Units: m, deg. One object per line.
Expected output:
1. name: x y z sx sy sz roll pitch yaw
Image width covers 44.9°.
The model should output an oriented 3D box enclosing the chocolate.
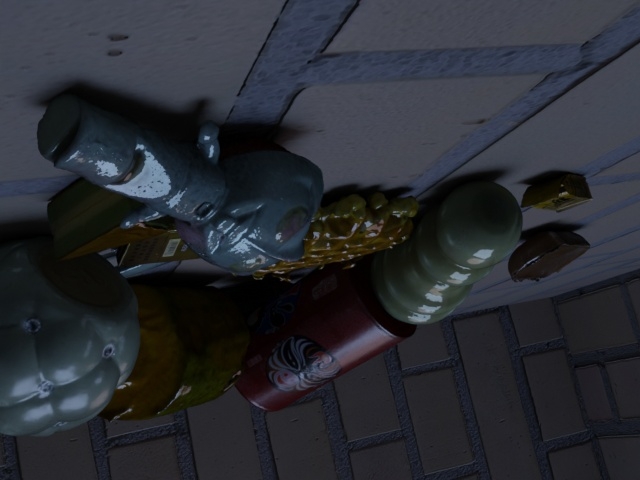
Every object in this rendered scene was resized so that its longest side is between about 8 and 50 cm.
1. chocolate: 0.524 0.023 1.814 0.161 0.083 0.261 -38 158 27

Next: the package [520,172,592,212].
1. package: 0.382 -0.078 1.265 0.131 0.047 0.071 1 165 -45

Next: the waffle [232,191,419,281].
1. waffle: 0.000 0.000 1.188 0.325 0.068 0.302 -15 168 19

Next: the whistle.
1. whistle: -0.110 -0.049 0.733 0.142 0.133 0.346 -21 156 27

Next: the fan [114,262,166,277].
1. fan: -0.304 0.047 1.139 0.282 0.023 0.057 -18 176 -14

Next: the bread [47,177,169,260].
1. bread: -0.235 -0.030 0.786 0.139 0.074 0.084 -13 169 12

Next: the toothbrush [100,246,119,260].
1. toothbrush: -0.370 0.043 1.125 0.288 0.021 0.024 -19 156 27

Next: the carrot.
1. carrot: -0.295 0.192 1.390 0.241 0.241 0.341 -19 169 30

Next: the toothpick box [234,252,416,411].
1. toothpick box: -0.005 0.170 1.490 0.333 0.204 0.204 -34 160 27

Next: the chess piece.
1. chess piece: 0.209 0.012 1.254 0.182 0.182 0.330 -9 162 -17

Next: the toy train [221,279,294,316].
1. toy train: -0.215 0.152 1.638 0.409 0.089 0.086 -10 147 -15

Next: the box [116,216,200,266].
1. box: -0.199 0.000 1.040 0.133 0.023 0.090 -6 155 -30

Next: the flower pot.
1. flower pot: -0.342 0.114 0.959 0.195 0.246 0.246 -52 153 18
